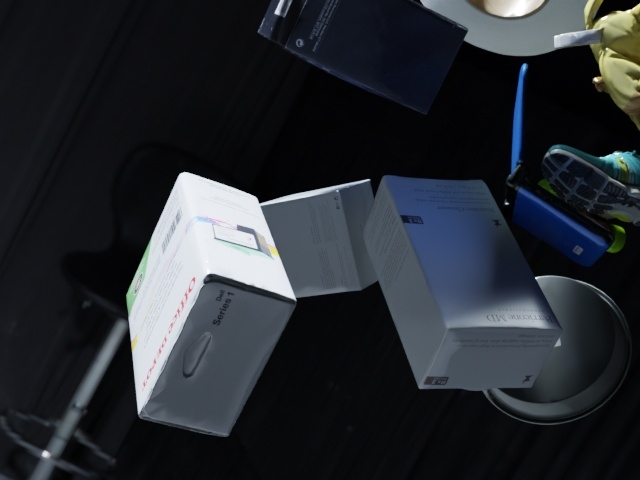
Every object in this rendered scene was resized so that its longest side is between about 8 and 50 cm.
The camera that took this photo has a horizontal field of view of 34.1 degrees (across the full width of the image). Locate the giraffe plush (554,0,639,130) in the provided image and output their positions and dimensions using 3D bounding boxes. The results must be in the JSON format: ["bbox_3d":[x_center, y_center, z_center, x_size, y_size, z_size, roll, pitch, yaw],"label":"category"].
[{"bbox_3d":[0.432,-0.231,1.402,0.210,0.181,0.170,12,-12,25],"label":"giraffe plush"}]

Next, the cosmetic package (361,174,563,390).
[{"bbox_3d":[0.230,0.067,1.789,0.217,0.156,0.385,1,40,-20],"label":"cosmetic package"}]

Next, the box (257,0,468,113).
[{"bbox_3d":[0.069,-0.387,1.936,0.294,0.183,0.296,22,10,-18],"label":"box"}]

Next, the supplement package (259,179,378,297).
[{"bbox_3d":[0.000,0.000,2.034,0.203,0.194,0.149,-9,7,28],"label":"supplement package"}]

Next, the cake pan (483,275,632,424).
[{"bbox_3d":[0.413,0.188,1.903,0.293,0.293,0.054,36,-10,36],"label":"cake pan"}]

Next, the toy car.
[{"bbox_3d":[0.513,-0.089,1.892,0.155,0.188,0.149,15,43,-26],"label":"toy car"}]

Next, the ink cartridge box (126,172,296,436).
[{"bbox_3d":[-0.143,0.072,1.273,0.117,0.201,0.278,19,21,-22],"label":"ink cartridge box"}]

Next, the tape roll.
[{"bbox_3d":[0.347,-0.516,1.942,0.392,0.072,0.392,22,-35,16],"label":"tape roll"}]

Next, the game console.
[{"bbox_3d":[0.369,-0.106,1.619,0.250,0.173,0.293,34,-1,11],"label":"game console"}]

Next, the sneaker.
[{"bbox_3d":[0.499,-0.102,1.771,0.275,0.110,0.107,20,-30,-12],"label":"sneaker"}]
